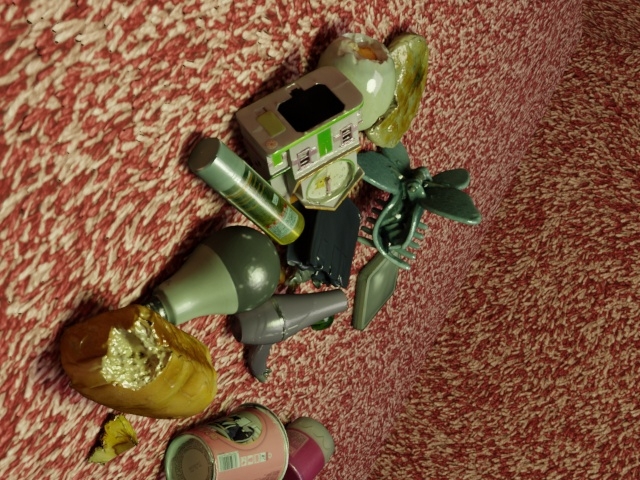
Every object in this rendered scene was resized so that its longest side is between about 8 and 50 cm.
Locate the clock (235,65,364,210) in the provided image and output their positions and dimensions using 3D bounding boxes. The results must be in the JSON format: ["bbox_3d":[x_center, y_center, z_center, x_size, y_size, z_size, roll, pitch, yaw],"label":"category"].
[{"bbox_3d":[-0.022,-0.176,1.578,0.235,0.166,0.309,-31,151,-14],"label":"clock"}]

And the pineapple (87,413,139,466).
[{"bbox_3d":[-0.416,0.418,1.508,0.114,0.077,0.114,-41,145,-19],"label":"pineapple"}]

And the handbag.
[{"bbox_3d":[0.000,0.000,1.873,0.326,0.118,0.269,41,56,-64],"label":"handbag"}]

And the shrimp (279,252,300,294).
[{"bbox_3d":[-0.074,0.088,1.927,0.095,0.045,0.162,8,99,-65],"label":"shrimp"}]

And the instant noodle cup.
[{"bbox_3d":[-0.240,0.533,1.833,0.255,0.244,0.244,6,108,-57],"label":"instant noodle cup"}]

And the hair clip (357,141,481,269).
[{"bbox_3d":[0.242,-0.107,2.120,0.318,0.392,0.238,-60,173,-56],"label":"hair clip"}]

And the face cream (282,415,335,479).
[{"bbox_3d":[-0.074,0.676,2.346,0.195,0.175,0.175,-41,147,-45],"label":"face cream"}]

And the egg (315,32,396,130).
[{"bbox_3d":[0.072,-0.340,1.660,0.183,0.183,0.217,-40,159,-45],"label":"egg"}]

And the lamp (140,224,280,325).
[{"bbox_3d":[-0.232,0.083,1.505,0.314,0.182,0.182,-23,143,-12],"label":"lamp"}]

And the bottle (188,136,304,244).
[{"bbox_3d":[-0.140,-0.092,1.460,0.286,0.082,0.082,43,73,-45],"label":"bottle"}]

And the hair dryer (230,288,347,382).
[{"bbox_3d":[-0.108,0.257,1.924,0.301,0.121,0.361,-12,146,-30],"label":"hair dryer"}]

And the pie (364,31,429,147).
[{"bbox_3d":[0.217,-0.411,2.022,0.337,0.075,0.337,-47,151,-37],"label":"pie"}]

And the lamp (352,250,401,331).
[{"bbox_3d":[0.200,0.148,2.571,0.266,0.047,0.269,-42,148,-42],"label":"lamp"}]

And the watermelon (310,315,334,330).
[{"bbox_3d":[0.010,0.222,2.222,0.105,0.062,0.105,-48,146,-48],"label":"watermelon"}]

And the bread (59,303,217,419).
[{"bbox_3d":[-0.323,0.242,1.374,0.195,0.148,0.344,-22,155,8],"label":"bread"}]
